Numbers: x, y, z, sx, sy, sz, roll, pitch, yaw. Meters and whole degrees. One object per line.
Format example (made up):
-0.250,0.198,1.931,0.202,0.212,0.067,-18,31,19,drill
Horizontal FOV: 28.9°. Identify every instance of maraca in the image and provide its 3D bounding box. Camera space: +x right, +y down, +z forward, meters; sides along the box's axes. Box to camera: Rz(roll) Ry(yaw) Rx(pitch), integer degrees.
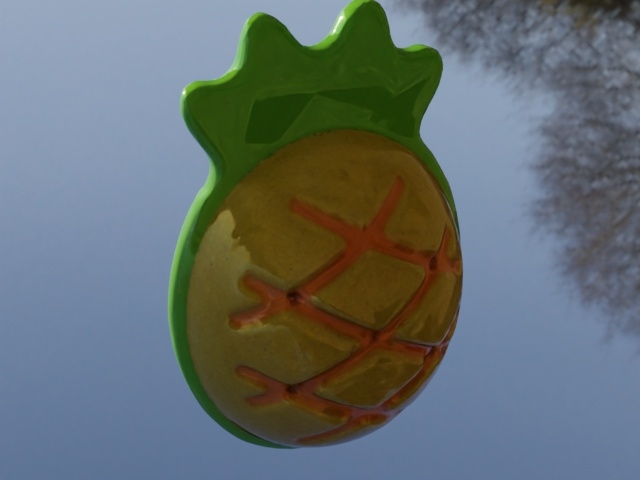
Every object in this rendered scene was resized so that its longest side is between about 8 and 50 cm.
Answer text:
0.000,0.000,0.483,0.127,0.186,0.099,-14,-152,-26,maraca
